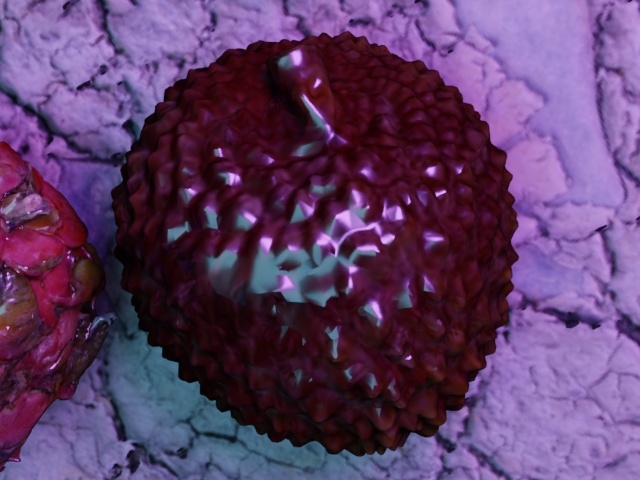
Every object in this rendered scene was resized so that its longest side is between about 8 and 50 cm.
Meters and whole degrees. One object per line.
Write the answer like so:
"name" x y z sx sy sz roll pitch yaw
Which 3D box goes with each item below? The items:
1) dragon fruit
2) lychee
"dragon fruit" -0.309 0.035 1.465 0.269 0.250 0.291 28 117 28
"lychee" 0.000 0.000 1.341 0.306 0.306 0.330 8 134 15
